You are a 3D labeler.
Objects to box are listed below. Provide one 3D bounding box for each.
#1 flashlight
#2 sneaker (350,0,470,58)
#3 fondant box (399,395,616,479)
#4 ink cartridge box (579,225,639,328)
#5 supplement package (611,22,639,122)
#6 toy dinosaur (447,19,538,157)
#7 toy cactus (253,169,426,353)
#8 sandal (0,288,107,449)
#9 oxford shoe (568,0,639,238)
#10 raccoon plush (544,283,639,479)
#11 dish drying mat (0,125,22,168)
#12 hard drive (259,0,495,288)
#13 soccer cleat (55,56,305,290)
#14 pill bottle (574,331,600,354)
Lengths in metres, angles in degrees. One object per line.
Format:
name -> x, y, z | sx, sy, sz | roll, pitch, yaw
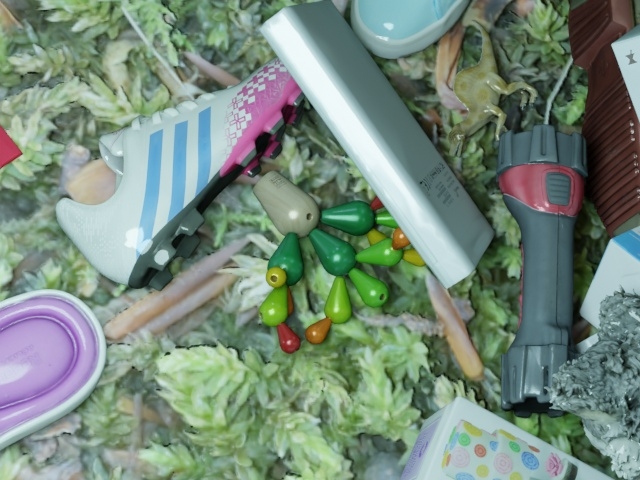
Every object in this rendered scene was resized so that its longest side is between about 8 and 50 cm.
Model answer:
flashlight -> 0.231, 0.033, 1.524 | 0.103, 0.103, 0.304 | 30, 59, -53
sneaker -> 0.146, -0.374, 1.591 | 0.135, 0.150, 0.366 | 29, 76, 14
fondant box -> 0.216, 0.337, 1.396 | 0.330, 0.096, 0.238 | 29, 63, -6
ink cartridge box -> 0.366, 0.030, 1.532 | 0.180, 0.104, 0.060 | -21, 48, -39
supplement package -> 0.478, -0.182, 1.542 | 0.262, 0.199, 0.198 | -35, 107, -49
toy dinosaur -> 0.194, -0.172, 1.612 | 0.092, 0.053, 0.183 | 20, 65, -8
toy cactus -> 0.000, 0.000, 1.465 | 0.219, 0.112, 0.180 | -39, 75, -18
sandal -> -0.373, 0.162, 1.268 | 0.416, 0.102, 0.169 | -38, 84, -26
oxford shoe -> 0.371, -0.153, 1.627 | 0.130, 0.123, 0.348 | 8, 68, -21
raccoon plush -> 0.426, 0.123, 1.302 | 0.299, 0.446, 0.216 | 45, 39, 0
dish drying mat -> -0.336, -0.110, 1.440 | 0.032, 0.008, 0.083 | -38, 84, -27
hard drive -> 0.065, -0.105, 1.458 | 0.040, 0.203, 0.307 | -36, 91, 17
soccer cleat -> -0.132, -0.100, 1.444 | 0.143, 0.116, 0.331 | 36, 61, 6
pill bottle -> 0.311, 0.155, 1.515 | 0.065, 0.065, 0.116 | -23, 78, -24
